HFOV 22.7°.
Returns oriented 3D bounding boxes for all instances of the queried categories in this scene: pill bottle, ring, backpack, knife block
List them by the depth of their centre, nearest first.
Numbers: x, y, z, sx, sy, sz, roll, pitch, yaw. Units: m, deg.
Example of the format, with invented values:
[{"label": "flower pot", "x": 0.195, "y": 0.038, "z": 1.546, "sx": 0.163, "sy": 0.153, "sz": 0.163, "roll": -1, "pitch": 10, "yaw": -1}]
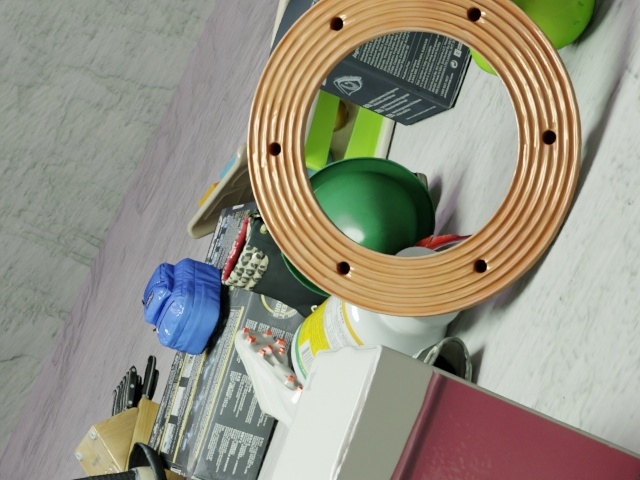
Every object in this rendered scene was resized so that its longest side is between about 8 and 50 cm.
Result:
[{"label": "ring", "x": 0.088, "y": -0.093, "z": 1.549, "sx": 0.337, "sy": 0.336, "sz": 0.032, "roll": -65, "pitch": -18, "yaw": 10}, {"label": "pill bottle", "x": 0.061, "y": 0.089, "z": 1.675, "sx": 0.208, "sy": 0.117, "sz": 0.118, "roll": -46, "pitch": 26, "yaw": 53}, {"label": "backpack", "x": -0.186, "y": 0.094, "z": 2.147, "sx": 0.120, "sy": 0.101, "sz": 0.098, "roll": -103, "pitch": 32, "yaw": -54}, {"label": "knife block", "x": -0.239, "y": 0.318, "z": 2.453, "sx": 0.276, "sy": 0.242, "sz": 0.088, "roll": 54, "pitch": 137, "yaw": 17}]

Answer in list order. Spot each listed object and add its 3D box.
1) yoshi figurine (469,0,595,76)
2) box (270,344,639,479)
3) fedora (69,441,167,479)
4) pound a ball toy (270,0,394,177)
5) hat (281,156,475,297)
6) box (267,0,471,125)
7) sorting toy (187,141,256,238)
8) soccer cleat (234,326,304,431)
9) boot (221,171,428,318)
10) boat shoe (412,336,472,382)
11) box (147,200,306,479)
[{"label": "yoshi figurine", "x": 0.208, "y": -0.284, "z": 1.706, "sx": 0.203, "sy": 0.204, "sz": 0.362, "roll": -23, "pitch": 19, "yaw": 18}, {"label": "box", "x": 0.099, "y": 0.180, "z": 1.212, "sx": 0.127, "sy": 0.232, "sz": 0.148, "roll": -70, "pitch": 15, "yaw": -12}, {"label": "fedora", "x": -0.305, "y": 0.442, "z": 2.184, "sx": 0.334, "sy": 0.152, "sz": 0.334, "roll": -175, "pitch": 90, "yaw": -73}, {"label": "pound a ball toy", "x": -0.005, "y": -0.219, "z": 2.152, "sx": 0.136, "sy": 0.208, "sz": 0.319, "roll": -41, "pitch": 31, "yaw": 57}, {"label": "hat", "x": 0.056, "y": 0.019, "z": 1.699, "sx": 0.183, "sy": 0.173, "sz": 0.208, "roll": -103, "pitch": 34, "yaw": -60}, {"label": "box", "x": 0.060, "y": -0.236, "z": 1.959, "sx": 0.108, "sy": 0.207, "sz": 0.153, "roll": -70, "pitch": 16, "yaw": -11}, {"label": "sorting toy", "x": -0.099, "y": -0.100, "z": 2.410, "sx": 0.193, "sy": 0.038, "sz": 0.208, "roll": -25, "pitch": -21, "yaw": -43}, {"label": "soccer cleat", "x": -0.062, "y": 0.175, "z": 1.983, "sx": 0.196, "sy": 0.068, "sz": 0.076, "roll": 46, "pitch": 120, "yaw": 50}, {"label": "boot", "x": 0.006, "y": -0.003, "z": 1.869, "sx": 0.236, "sy": 0.178, "sz": 0.085, "roll": -60, "pitch": 17, "yaw": 27}, {"label": "boat shoe", "x": 0.094, "y": 0.189, "z": 1.506, "sx": 0.070, "sy": 0.077, "sz": 0.219, "roll": -47, "pitch": 24, "yaw": 54}, {"label": "box", "x": -0.119, "y": 0.141, "z": 2.217, "sx": 0.318, "sy": 0.097, "sz": 0.395, "roll": 166, "pitch": 122, "yaw": -73}]
